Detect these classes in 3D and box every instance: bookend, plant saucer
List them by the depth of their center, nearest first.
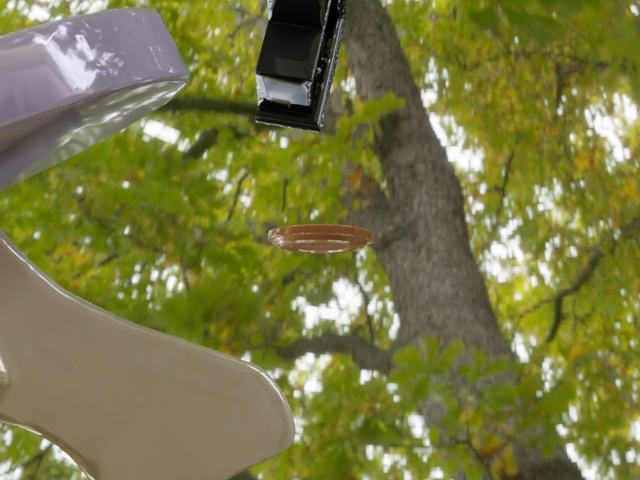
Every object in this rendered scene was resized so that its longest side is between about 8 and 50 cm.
[{"bbox_3d":[0.000,0.000,0.997,0.083,0.083,0.013,-1,-100,5],"label":"plant saucer"},{"bbox_3d":[-0.020,-0.222,1.292,0.072,0.156,0.157,10,-27,5],"label":"bookend"}]

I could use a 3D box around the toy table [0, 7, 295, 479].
[{"bbox_3d":[-0.147,0.048,0.419,0.274,0.252,0.161,-24,-89,-5],"label":"toy table"}]

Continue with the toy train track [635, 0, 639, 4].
[{"bbox_3d":[0.348,-0.238,1.298,0.014,0.083,0.048,-10,-49,-42],"label":"toy train track"}]
